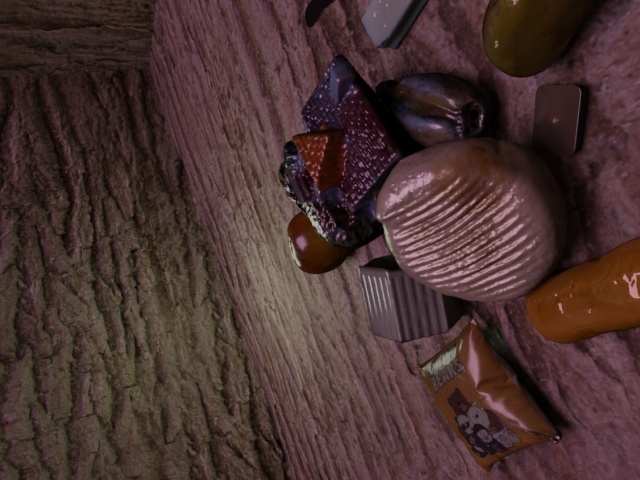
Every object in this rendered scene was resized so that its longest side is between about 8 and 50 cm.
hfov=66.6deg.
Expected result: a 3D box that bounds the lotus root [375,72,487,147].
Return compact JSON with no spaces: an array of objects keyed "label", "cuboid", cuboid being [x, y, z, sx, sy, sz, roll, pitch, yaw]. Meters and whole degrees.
[{"label":"lotus root","cuboid":[0.241,-0.298,1.096,0.322,0.140,0.158,47,121,54]}]

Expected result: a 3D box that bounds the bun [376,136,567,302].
[{"label":"bun","cuboid":[0.305,-0.049,0.991,0.366,0.219,0.364,13,129,17]}]

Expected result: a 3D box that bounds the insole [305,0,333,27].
[{"label":"insole","cuboid":[0.010,-0.726,1.451,0.253,0.005,0.086,-20,84,61]}]

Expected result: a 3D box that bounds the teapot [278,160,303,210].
[{"label":"teapot","cuboid":[-0.058,-0.198,1.652,0.269,0.173,0.182,-87,6,-59]}]

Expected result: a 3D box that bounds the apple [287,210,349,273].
[{"label":"apple","cuboid":[0.000,0.000,1.637,0.237,0.208,0.236,169,90,-81]}]

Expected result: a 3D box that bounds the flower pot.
[{"label":"flower pot","cuboid":[0.229,0.131,1.241,0.209,0.240,0.189,-97,-4,-83]}]

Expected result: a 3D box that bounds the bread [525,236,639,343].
[{"label":"bread","cuboid":[0.498,0.102,0.872,0.305,0.091,0.141,-47,57,57]}]

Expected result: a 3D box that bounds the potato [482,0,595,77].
[{"label":"potato","cuboid":[0.356,-0.390,0.790,0.148,0.197,0.228,66,-175,26]}]

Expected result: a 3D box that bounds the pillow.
[{"label":"pillow","cuboid":[0.382,0.380,1.177,0.312,0.119,0.310,59,151,25]}]

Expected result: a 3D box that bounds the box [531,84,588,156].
[{"label":"box","cuboid":[0.436,-0.220,0.888,0.091,0.031,0.125,25,125,55]}]

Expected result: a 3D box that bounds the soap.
[{"label":"soap","cuboid":[0.180,-0.563,1.155,0.114,0.064,0.198,65,151,16]}]

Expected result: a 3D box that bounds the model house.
[{"label":"model house","cuboid":[0.080,-0.216,1.169,0.339,0.298,0.360,92,155,-65]}]
